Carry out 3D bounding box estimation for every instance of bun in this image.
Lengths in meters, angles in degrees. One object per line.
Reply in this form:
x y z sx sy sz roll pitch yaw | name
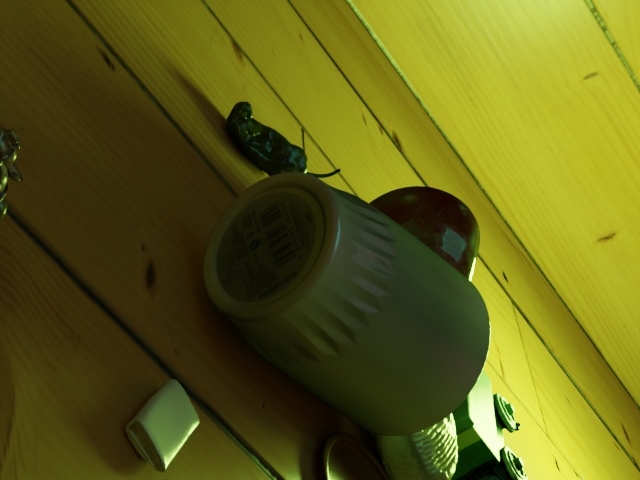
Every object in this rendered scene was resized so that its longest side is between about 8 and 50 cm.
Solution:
0.123 0.276 1.865 0.188 0.111 0.164 64 28 -15 | bun

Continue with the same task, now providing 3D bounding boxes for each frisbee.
0.067 0.366 1.691 0.251 0.021 0.251 53 18 -25 | frisbee

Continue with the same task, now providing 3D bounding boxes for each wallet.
-0.159 0.188 1.324 0.061 0.025 0.122 57 17 -6 | wallet

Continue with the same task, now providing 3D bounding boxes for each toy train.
0.239 0.300 2.122 0.202 0.120 0.301 52 18 -18 | toy train

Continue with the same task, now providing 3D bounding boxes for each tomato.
0.129 0.043 2.024 0.270 0.223 0.270 13 90 -86 | tomato

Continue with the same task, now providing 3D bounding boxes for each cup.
0.034 0.081 1.680 0.371 0.253 0.253 38 28 -45 | cup

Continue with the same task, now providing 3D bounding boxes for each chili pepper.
-0.069 -0.132 2.029 0.204 0.073 0.072 39 43 -25 | chili pepper

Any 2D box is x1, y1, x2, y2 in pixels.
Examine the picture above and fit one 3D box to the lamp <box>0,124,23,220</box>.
-0.318 -0.052 1.117 0.118 0.118 0.253 55 19 -16 | lamp
